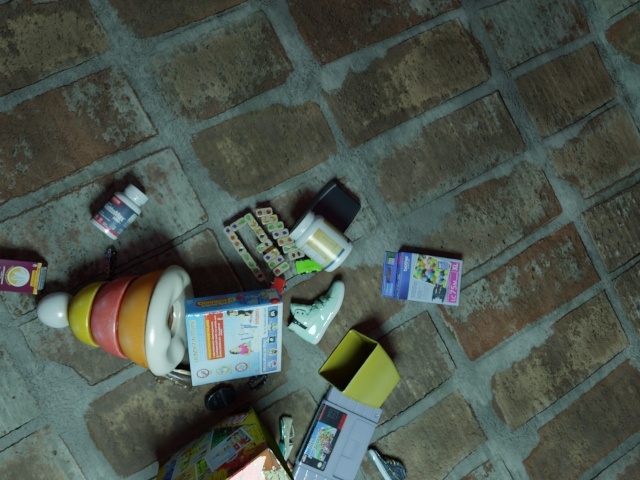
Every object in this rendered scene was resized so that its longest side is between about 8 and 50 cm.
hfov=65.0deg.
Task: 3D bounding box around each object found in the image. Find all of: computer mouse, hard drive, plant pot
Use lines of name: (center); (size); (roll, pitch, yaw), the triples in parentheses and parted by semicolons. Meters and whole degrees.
computer mouse: (-0.297, 0.529, 1.786); (0.242, 0.041, 0.071); (-21, 100, -21)
hard drive: (0.027, -0.084, 1.892); (0.172, 0.054, 0.254); (41, 78, -8)
plant pot: (0.157, 0.480, 1.821); (0.187, 0.212, 0.212); (44, 77, -21)

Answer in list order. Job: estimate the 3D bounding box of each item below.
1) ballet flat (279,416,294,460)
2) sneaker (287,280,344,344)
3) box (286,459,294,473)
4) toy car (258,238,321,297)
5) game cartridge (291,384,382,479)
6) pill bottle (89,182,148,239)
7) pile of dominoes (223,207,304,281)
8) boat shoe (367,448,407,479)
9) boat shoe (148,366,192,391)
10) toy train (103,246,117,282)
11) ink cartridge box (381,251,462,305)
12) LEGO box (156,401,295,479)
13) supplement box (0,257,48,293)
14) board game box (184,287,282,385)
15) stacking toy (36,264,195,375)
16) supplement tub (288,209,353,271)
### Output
ballet flat: (-0.120, 0.720, 1.804); (0.053, 0.057, 0.168); (3, 86, -23)
sneaker: (-0.021, 0.237, 1.835); (0.151, 0.094, 0.255); (31, 82, -16)
box: (-0.118, 0.874, 1.807); (0.094, 0.027, 0.137); (-35, 94, -14)
toy car: (-0.108, 0.104, 1.848); (0.225, 0.053, 0.238); (-7, 89, -14)
game cartridge: (0.059, 0.736, 1.831); (0.230, 0.068, 0.354); (29, 76, -17)
pill bottle: (-0.675, -0.102, 1.696); (0.108, 0.108, 0.180); (41, 78, -8)
pile of dominoes: (-0.197, 0.006, 1.786); (0.196, 0.040, 0.251); (-35, 87, -13)
boat shoe: (0.251, 0.839, 1.885); (0.083, 0.065, 0.183); (-34, 100, -16)
boat shoe: (-0.528, 0.455, 1.711); (0.207, 0.073, 0.073); (23, 79, -11)
toy train: (-0.721, 0.100, 1.713); (0.036, 0.027, 0.158); (4, 86, -3)
ink cartridge box: (0.399, 0.148, 1.967); (0.312, 0.065, 0.185); (8, 84, -11)
LEGO box: (-0.297, 0.736, 1.531); (0.373, 0.500, 0.193); (-33, 95, -14)
supplement box: (-0.995, 0.112, 1.616); (0.189, 0.081, 0.103); (7, 85, -13)
board game box: (-0.283, 0.319, 1.659); (0.302, 0.086, 0.307); (-5, 122, -16)
stacking toy: (-0.675, 0.232, 1.605); (0.481, 0.350, 0.349); (6, 85, 2)
supplement tub: (0.000, 0.000, 1.779); (0.200, 0.144, 0.144); (40, 78, -8)
